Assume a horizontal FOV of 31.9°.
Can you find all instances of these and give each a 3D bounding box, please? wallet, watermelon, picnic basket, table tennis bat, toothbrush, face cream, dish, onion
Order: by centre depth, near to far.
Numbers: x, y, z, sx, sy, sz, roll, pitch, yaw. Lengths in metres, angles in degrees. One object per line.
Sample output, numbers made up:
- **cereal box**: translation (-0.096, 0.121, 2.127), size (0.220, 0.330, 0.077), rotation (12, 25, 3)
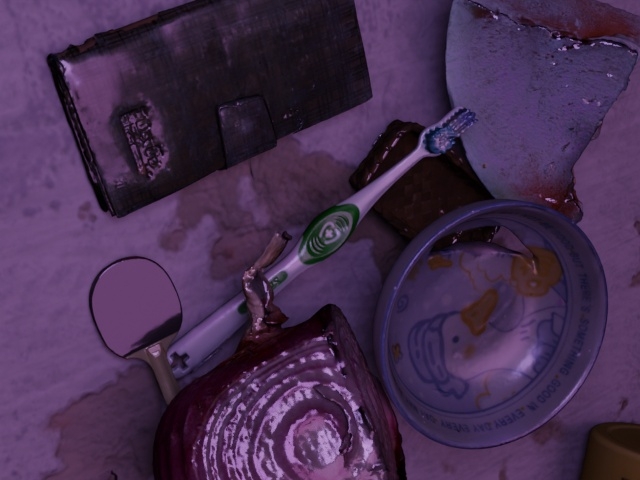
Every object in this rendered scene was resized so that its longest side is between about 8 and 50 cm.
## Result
- **wallet**: translation (-0.093, -0.157, 1.091), size (0.317, 0.044, 0.169), rotation (-27, 116, -25)
- **onion**: translation (-0.044, 0.197, 1.095), size (0.230, 0.272, 0.256), rotation (-29, 150, 3)
- **table tennis bat**: translation (-0.171, 0.091, 1.102), size (0.087, 0.013, 0.157), rotation (-25, 105, -21)
- **toothbrush**: translation (-0.001, -0.001, 1.157), size (0.418, 0.040, 0.042), rotation (-40, 103, -4)
- **dish**: translation (0.164, 0.076, 1.225), size (0.273, 0.134, 0.274), rotation (-7, 108, -21)
- **watermelon**: translation (0.288, -0.176, 1.239), size (0.289, 0.213, 0.320), rotation (-26, 100, -39)
- **picnic basket**: translation (0.120, -0.051, 1.249), size (0.193, 0.055, 0.110), rotation (38, 87, -34)
- **face cream**: translation (0.444, 0.355, 1.462), size (0.218, 0.218, 0.180), rotation (6, 97, -35)
